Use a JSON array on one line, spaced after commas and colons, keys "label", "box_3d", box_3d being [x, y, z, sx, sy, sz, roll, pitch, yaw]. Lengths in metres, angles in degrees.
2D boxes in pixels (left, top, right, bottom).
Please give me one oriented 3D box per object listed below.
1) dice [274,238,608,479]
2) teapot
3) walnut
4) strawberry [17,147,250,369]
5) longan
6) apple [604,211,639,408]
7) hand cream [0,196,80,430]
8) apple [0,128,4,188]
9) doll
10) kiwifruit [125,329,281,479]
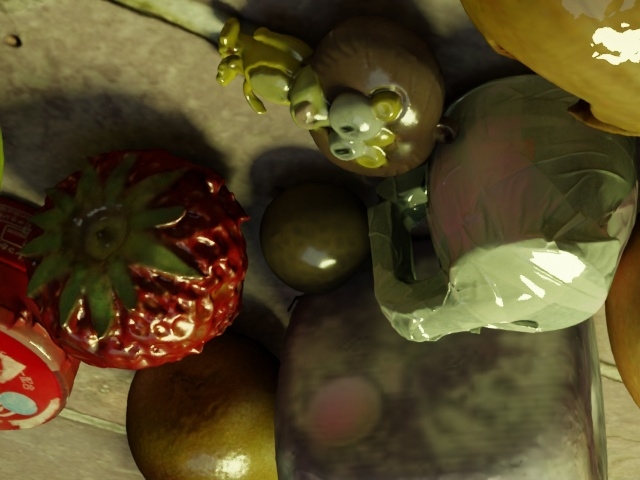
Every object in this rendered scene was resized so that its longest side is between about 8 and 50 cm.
[{"label": "dice", "box_3d": [0.121, 0.174, 1.075, 0.271, 0.270, 0.270, -5, 140, 18]}, {"label": "teapot", "box_3d": [0.134, -0.020, 0.897, 0.222, 0.178, 0.163, 0, 141, 12]}, {"label": "walnut", "box_3d": [0.204, -0.168, 0.686, 0.298, 0.203, 0.203, 15, 146, -36]}, {"label": "strawberry", "box_3d": [-0.149, 0.029, 1.046, 0.205, 0.205, 0.244, -4, 163, 16]}, {"label": "longan", "box_3d": [0.000, 0.000, 1.018, 0.113, 0.092, 0.113, 1, 129, 1]}, {"label": "apple", "box_3d": [0.353, 0.052, 0.916, 0.254, 0.253, 0.253, 5, 143, 4]}, {"label": "hand cream", "box_3d": [-0.335, 0.071, 1.135, 0.230, 0.149, 0.230, 7, 143, 6]}, {"label": "apple", "box_3d": [-0.402, -0.052, 0.841, 0.340, 0.339, 0.339, 5, 143, 4]}, {"label": "doll", "box_3d": [0.012, -0.107, 0.884, 0.188, 0.096, 0.145, 2, 136, 25]}, {"label": "kiwifruit", "box_3d": [-0.106, 0.203, 1.229, 0.196, 0.196, 0.234, -1, 141, 12]}]
